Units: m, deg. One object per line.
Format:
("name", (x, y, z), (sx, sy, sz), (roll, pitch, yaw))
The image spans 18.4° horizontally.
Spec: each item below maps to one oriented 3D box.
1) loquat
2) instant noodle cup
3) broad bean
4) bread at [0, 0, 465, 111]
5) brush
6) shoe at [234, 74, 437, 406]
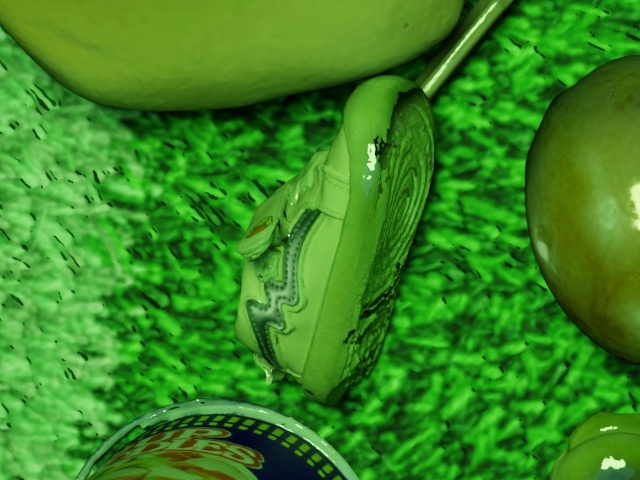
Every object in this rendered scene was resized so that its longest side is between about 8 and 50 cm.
("loquat", (0.239, -0.025, 1.436), (0.179, 0.179, 0.227), (-13, 80, 9))
("instant noodle cup", (-0.104, 0.265, 1.417), (0.284, 0.312, 0.284), (0, 90, 10))
("broad bean", (0.245, 0.211, 1.484), (0.124, 0.082, 0.174), (-38, 94, 7))
("bread", (-0.086, -0.271, 1.453), (0.376, 0.253, 0.348), (-7, 92, 11))
("brush", (0.158, -0.196, 1.511), (0.048, 0.054, 0.282), (39, 96, -12))
("shoe", (0.007, 0.002, 1.473), (0.128, 0.140, 0.262), (11, 114, 5))
